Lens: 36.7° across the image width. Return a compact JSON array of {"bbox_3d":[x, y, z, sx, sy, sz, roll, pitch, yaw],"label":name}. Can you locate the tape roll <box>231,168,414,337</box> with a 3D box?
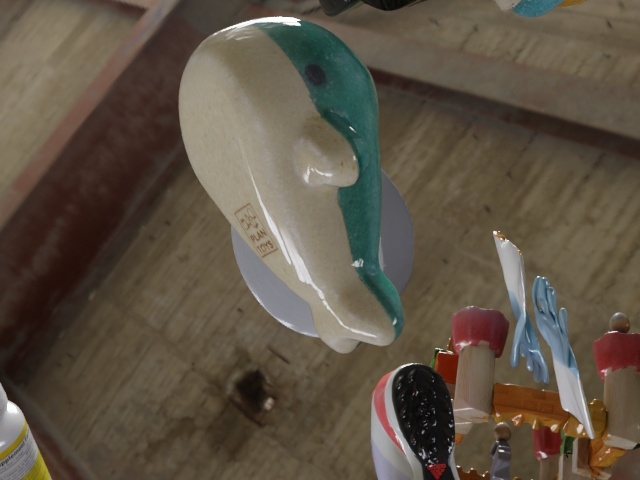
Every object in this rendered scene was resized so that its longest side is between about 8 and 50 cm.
[{"bbox_3d":[0.000,0.000,1.130,0.219,0.219,0.072,-7,-167,38],"label":"tape roll"}]

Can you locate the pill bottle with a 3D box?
[{"bbox_3d":[-0.402,0.267,1.166,0.119,0.209,0.119,-10,-152,5],"label":"pill bottle"}]

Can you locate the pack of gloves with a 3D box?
[{"bbox_3d":[0.278,0.128,1.275,0.046,0.232,0.195,-21,-154,-5],"label":"pack of gloves"}]

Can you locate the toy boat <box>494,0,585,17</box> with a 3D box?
[{"bbox_3d":[0.312,-0.330,1.005,0.267,0.148,0.318,-45,-169,-4],"label":"toy boat"}]

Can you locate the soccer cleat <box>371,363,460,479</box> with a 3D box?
[{"bbox_3d":[0.122,0.321,1.221,0.116,0.108,0.318,138,-51,-61],"label":"soccer cleat"}]

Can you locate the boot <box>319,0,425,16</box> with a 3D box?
[{"bbox_3d":[0.105,-0.241,0.776,0.178,0.085,0.236,-18,-168,-16],"label":"boot"}]

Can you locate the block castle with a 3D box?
[{"bbox_3d":[0.317,0.267,1.548,0.302,0.453,0.213,10,-121,3],"label":"block castle"}]

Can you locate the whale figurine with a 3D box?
[{"bbox_3d":[-0.001,-0.048,0.764,0.141,0.272,0.216,-28,179,-26],"label":"whale figurine"}]
